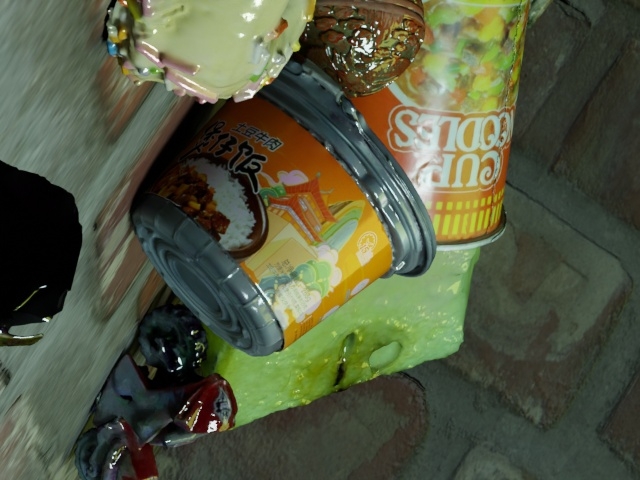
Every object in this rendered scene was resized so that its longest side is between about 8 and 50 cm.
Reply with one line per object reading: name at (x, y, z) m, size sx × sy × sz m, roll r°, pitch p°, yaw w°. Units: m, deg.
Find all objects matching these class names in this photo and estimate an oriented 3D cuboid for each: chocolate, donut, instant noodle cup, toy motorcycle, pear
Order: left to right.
chocolate at (-0.122, 0.020, 0.673) m, size 0.072 × 0.070 × 0.147 m, roll -29°, pitch 168°, yaw -17°
toy motorcycle at (-0.138, 0.159, 1.617) m, size 0.082 × 0.122 × 0.213 m, roll -7°, pitch 137°, yaw -46°
donut at (-0.035, -0.109, 0.767) m, size 0.108 × 0.065 × 0.166 m, roll -57°, pitch 177°, yaw -33°
instant noodle cup at (-0.034, -0.011, 1.154) m, size 0.125 × 0.178 × 0.208 m, roll -42°, pitch 142°, yaw -16°
pear at (0.000, 0.000, 1.683) m, size 0.286 × 0.176 × 0.282 m, roll -18°, pitch 145°, yaw -16°
instant noodle cup at (0.065, -0.127, 1.319) m, size 0.193 × 0.193 × 0.212 m, roll -54°, pitch 158°, yaw -66°

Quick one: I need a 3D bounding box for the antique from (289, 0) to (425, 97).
antique at (0.017, -0.138, 1.193) m, size 0.104 × 0.104 × 0.104 m, roll -58°, pitch 178°, yaw -3°

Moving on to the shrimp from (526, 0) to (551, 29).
shrimp at (0.146, -0.227, 1.851) m, size 0.365 × 0.071 × 0.233 m, roll -41°, pitch 153°, yaw -2°
